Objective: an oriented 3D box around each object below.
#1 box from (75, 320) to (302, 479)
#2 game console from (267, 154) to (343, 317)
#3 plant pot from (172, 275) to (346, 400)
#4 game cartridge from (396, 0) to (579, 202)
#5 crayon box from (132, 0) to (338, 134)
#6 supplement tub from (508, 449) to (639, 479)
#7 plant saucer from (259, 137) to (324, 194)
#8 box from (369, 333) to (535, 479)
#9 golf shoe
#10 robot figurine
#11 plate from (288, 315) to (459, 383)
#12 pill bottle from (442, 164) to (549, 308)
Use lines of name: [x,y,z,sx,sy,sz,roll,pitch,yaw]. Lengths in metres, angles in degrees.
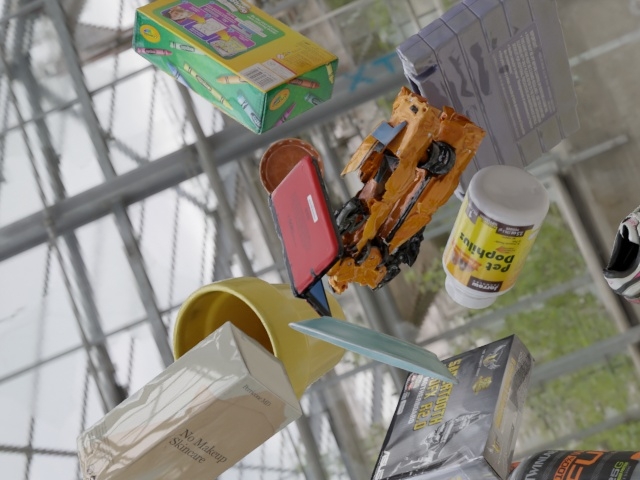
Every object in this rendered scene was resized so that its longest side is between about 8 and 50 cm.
box: [-0.199,0.278,1.652,0.148,0.311,0.121,42,-166,-41]
game console: [0.000,0.000,1.221,0.085,0.124,0.144,13,-135,-35]
plant pot: [-0.086,0.177,1.913,0.239,0.254,0.254,-13,-102,-49]
game cartridge: [0.253,-0.219,1.586,0.068,0.230,0.355,47,173,36]
crayon box: [-0.132,-0.285,1.682,0.278,0.165,0.081,35,135,24]
supplement tub: [0.429,0.426,1.691,0.207,0.338,0.207,11,-105,-46]
plant saucer: [-0.037,-0.090,1.427,0.013,0.084,0.083,-143,29,-83]
box: [0.173,0.239,1.440,0.056,0.183,0.231,50,-142,-19]
golf shoe: [0.414,-0.015,1.367,0.086,0.186,0.067,30,173,-38]
robot figurine: [0.089,-0.054,1.476,0.211,0.291,0.085,15,-155,-49]
plate: [0.058,0.110,1.153,0.188,0.188,0.024,43,-114,-72]
pill bottle: [0.249,0.001,1.617,0.215,0.117,0.117,104,158,-45]
